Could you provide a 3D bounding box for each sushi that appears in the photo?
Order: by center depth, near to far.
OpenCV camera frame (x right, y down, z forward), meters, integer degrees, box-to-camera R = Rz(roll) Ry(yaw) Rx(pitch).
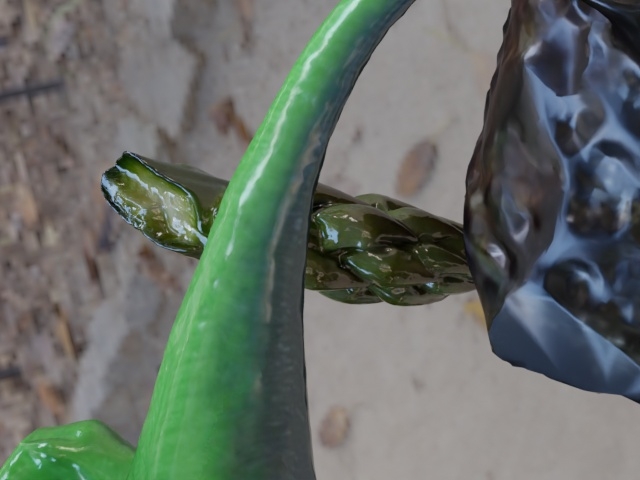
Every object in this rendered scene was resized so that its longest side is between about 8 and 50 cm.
[{"bbox_3d":[0.234,-0.087,1.138,0.299,0.281,0.294,-77,-7,-59],"label":"sushi"}]

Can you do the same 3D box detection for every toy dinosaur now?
[{"bbox_3d":[0.009,0.174,0.719,0.374,0.144,0.500,47,113,15],"label":"toy dinosaur"}]

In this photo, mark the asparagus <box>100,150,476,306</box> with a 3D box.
[{"bbox_3d":[0.000,0.000,1.241,0.080,0.287,0.080,-172,90,-68],"label":"asparagus"}]
